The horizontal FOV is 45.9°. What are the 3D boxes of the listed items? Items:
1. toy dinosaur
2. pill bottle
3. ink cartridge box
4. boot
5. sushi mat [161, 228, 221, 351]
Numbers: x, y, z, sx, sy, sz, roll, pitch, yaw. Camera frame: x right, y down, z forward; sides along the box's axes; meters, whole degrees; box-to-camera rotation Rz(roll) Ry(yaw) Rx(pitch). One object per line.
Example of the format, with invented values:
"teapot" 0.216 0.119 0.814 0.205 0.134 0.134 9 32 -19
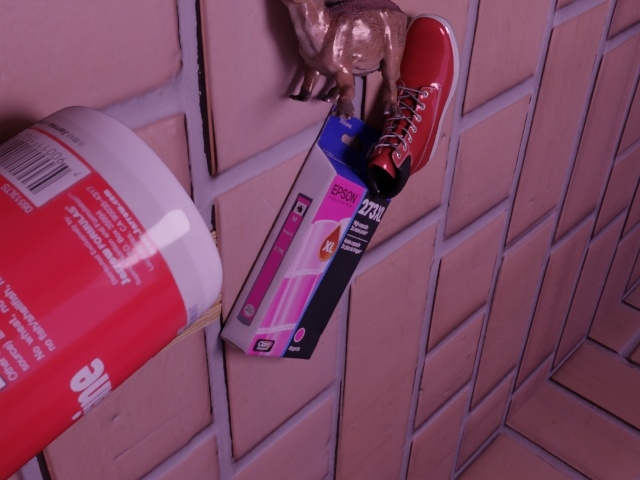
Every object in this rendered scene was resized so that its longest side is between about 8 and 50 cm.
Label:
"toy dinosaur" 0.045 -0.258 0.919 0.295 0.127 0.200 -13 119 -56
"pill bottle" -0.298 0.084 0.615 0.407 0.229 0.229 -41 143 -27
"ink cartridge box" 0.000 0.000 1.115 0.176 0.069 0.371 18 98 -57
"boot" 0.124 -0.185 1.069 0.176 0.088 0.244 -46 148 -50
"sushi mat" -0.242 0.106 0.903 0.316 0.019 0.151 -30 136 -39
